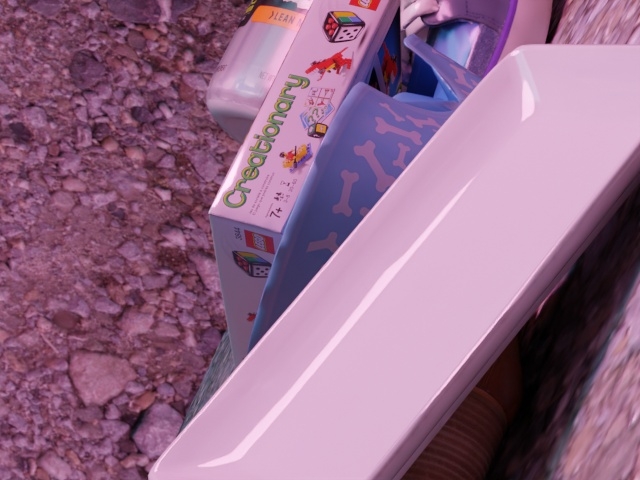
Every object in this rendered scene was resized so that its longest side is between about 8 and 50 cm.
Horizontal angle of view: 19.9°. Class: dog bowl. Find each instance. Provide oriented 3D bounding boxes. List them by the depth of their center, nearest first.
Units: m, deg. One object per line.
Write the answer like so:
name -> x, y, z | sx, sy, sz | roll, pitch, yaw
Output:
dog bowl -> 0.042, -0.011, 1.004 | 0.297, 0.074, 0.166 | -48, -21, -68

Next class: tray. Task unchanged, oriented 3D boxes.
tray -> 0.051, 0.020, 0.767 | 0.270, 0.030, 0.145 | -49, 25, -16

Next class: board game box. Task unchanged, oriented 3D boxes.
board game box -> 0.000, 0.000, 1.189 | 0.305, 0.053, 0.193 | 85, -155, -56

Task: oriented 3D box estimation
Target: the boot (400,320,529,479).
boot -> 0.038, 0.083, 0.846 | 0.197, 0.073, 0.152 | -36, 26, 53

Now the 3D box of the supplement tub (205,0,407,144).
supplement tub -> 0.056, -0.200, 1.469 | 0.316, 0.193, 0.193 | -64, 5, -9

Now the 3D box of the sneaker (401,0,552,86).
sneaker -> 0.038, -0.211, 1.268 | 0.130, 0.236, 0.323 | 128, 158, -61
